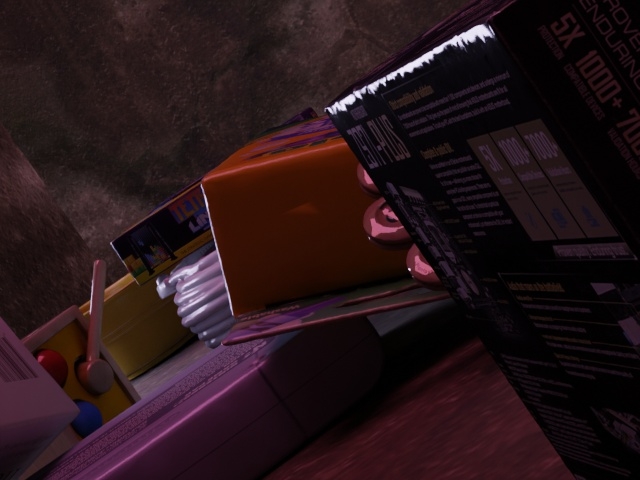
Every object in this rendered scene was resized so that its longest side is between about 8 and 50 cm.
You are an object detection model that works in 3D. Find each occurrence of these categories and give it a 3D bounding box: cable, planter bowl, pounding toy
[{"bbox_3d":[0.000,0.000,1.327,0.257,0.089,0.257,-34,6,-9],"label":"cable"},{"bbox_3d":[-0.193,0.086,1.748,0.217,0.090,0.217,-33,5,3],"label":"planter bowl"},{"bbox_3d":[-0.209,0.112,1.368,0.100,0.130,0.141,-32,5,29],"label":"pounding toy"}]

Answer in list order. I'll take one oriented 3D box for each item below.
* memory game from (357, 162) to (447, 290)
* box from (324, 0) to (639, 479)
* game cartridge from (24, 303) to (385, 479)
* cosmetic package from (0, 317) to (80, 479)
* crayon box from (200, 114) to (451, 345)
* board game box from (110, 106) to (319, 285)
[{"bbox_3d":[0.107,-0.037,0.774,0.186,0.012,0.186,-11,39,9],"label":"memory game"},{"bbox_3d":[0.086,-0.002,0.405,0.077,0.147,0.180,-36,4,-9],"label":"box"},{"bbox_3d":[-0.096,0.127,0.938,0.297,0.062,0.198,-34,9,0],"label":"game cartridge"},{"bbox_3d":[-0.326,0.175,0.913,0.284,0.097,0.377,-45,-12,12],"label":"cosmetic package"},{"bbox_3d":[0.054,-0.033,0.944,0.203,0.083,0.323,-12,9,7],"label":"crayon box"},{"bbox_3d":[-0.078,-0.040,1.397,0.170,0.048,0.141,-32,7,17],"label":"board game box"}]
